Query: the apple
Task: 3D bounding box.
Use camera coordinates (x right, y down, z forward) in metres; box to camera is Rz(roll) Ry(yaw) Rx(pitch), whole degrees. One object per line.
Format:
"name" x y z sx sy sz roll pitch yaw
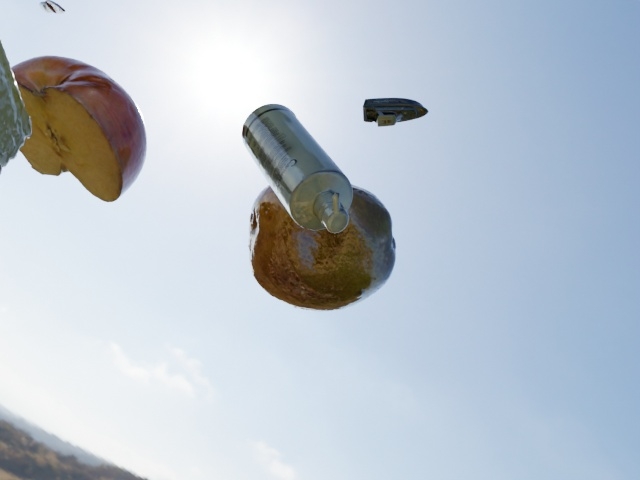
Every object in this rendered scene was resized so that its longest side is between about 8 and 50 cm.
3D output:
"apple" -0.422 -0.222 1.286 0.292 0.163 0.251 22 -39 18

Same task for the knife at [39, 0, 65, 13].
"knife" -0.627 -0.546 1.673 0.247 0.018 0.035 29 -27 54

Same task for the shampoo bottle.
"shampoo bottle" -0.026 -0.088 0.918 0.085 0.085 0.262 58 -1 -40

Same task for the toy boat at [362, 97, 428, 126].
"toy boat" 0.162 -0.279 1.550 0.141 0.060 0.055 0 -30 5

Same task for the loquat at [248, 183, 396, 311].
"loquat" 0.000 0.000 1.372 0.283 0.276 0.276 -1 -28 -1

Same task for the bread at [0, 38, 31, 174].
"bread" -0.447 -0.184 0.576 0.323 0.143 0.333 -2 -45 3
